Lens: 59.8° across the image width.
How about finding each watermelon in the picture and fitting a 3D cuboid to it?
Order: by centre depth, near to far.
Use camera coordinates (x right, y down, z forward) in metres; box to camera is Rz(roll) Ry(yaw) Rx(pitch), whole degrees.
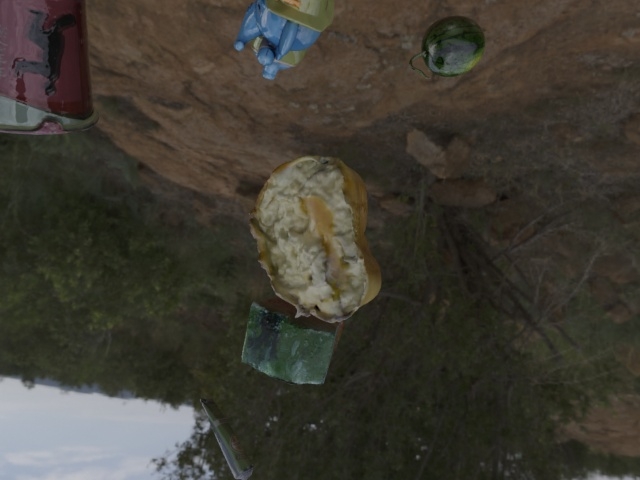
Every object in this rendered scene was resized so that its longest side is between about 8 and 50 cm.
[{"bbox_3d":[0.294,-0.453,1.314,0.188,0.140,0.140,-17,166,-10],"label":"watermelon"},{"bbox_3d":[-0.073,0.262,1.646,0.264,0.151,0.302,15,-151,12],"label":"watermelon"}]

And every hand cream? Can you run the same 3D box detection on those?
[{"bbox_3d":[-0.243,0.514,1.449,0.055,0.235,0.086,-32,161,-1],"label":"hand cream"}]

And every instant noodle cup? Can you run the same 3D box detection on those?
[{"bbox_3d":[-0.425,-0.268,0.772,0.235,0.178,0.234,13,-155,-6],"label":"instant noodle cup"}]

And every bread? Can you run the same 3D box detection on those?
[{"bbox_3d":[0.000,0.000,1.344,0.251,0.360,0.394,-10,179,12],"label":"bread"}]

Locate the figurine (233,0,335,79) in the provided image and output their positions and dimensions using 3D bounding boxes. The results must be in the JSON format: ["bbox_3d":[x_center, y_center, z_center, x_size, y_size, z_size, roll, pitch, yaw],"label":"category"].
[{"bbox_3d":[-0.068,-0.406,1.066,0.154,0.180,0.262,40,140,2],"label":"figurine"}]
